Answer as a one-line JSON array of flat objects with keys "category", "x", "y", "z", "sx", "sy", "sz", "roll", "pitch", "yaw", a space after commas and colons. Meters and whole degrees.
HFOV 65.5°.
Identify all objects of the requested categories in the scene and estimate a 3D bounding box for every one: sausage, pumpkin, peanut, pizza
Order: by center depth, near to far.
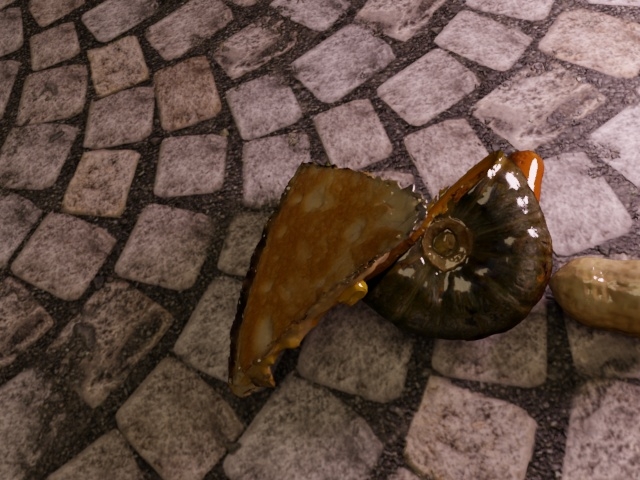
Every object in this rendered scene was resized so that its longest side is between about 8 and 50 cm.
[{"category": "peanut", "x": 0.482, "y": 0.088, "z": 0.788, "sx": 0.225, "sy": 0.129, "sz": 0.129, "roll": 3, "pitch": 66, "yaw": 14}, {"category": "pumpkin", "x": 0.238, "y": 0.040, "z": 0.819, "sx": 0.325, "sy": 0.242, "sz": 0.232, "roll": -43, "pitch": 95, "yaw": 15}, {"category": "pizza", "x": -0.023, "y": 0.008, "z": 0.870, "sx": 0.435, "sy": 0.080, "sz": 0.391, "roll": -43, "pitch": 34, "yaw": 18}, {"category": "sausage", "x": 0.365, "y": -0.083, "z": 0.918, "sx": 0.077, "sy": 0.076, "sz": 0.197, "roll": 12, "pitch": 68, "yaw": 15}]
